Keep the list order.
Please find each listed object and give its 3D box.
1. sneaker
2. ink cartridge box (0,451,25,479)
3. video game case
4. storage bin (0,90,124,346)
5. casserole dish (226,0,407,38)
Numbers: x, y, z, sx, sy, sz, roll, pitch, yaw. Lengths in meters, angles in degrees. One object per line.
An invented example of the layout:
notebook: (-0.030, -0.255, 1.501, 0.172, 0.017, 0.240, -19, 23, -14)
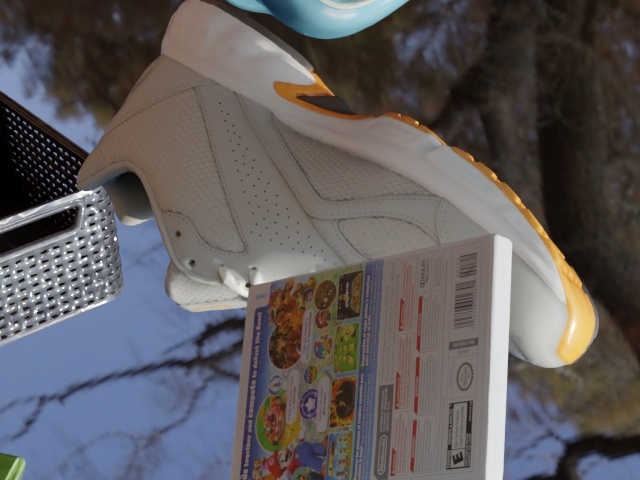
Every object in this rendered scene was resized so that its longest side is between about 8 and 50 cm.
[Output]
sneaker: (0.000, 0.000, 0.688, 0.262, 0.099, 0.121, 34, -97, 36)
ink cartridge box: (-0.340, 0.202, 1.005, 0.255, 0.188, 0.097, 17, -171, -5)
video game case: (0.015, 0.049, 0.562, 0.122, 0.011, 0.087, -13, -115, 42)
storage bin: (-0.216, -0.017, 0.983, 0.122, 0.084, 0.180, -23, -145, -29)
casserole dish: (0.032, -0.153, 0.564, 0.188, 0.114, 0.037, -41, -160, 2)
